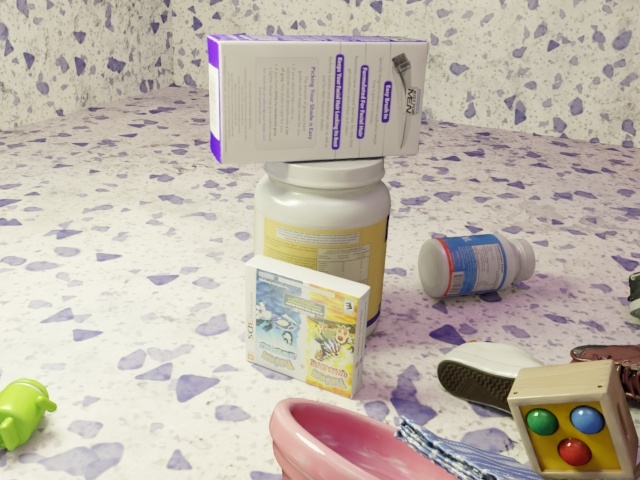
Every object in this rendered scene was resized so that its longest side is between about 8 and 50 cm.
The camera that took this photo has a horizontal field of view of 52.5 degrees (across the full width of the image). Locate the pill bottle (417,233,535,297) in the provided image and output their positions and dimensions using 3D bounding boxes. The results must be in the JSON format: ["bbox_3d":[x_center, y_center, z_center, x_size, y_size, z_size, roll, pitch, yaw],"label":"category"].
[{"bbox_3d":[0.326,0.049,1.352,0.221,0.124,0.124,-4,25,-18],"label":"pill bottle"}]

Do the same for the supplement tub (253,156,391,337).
[{"bbox_3d":[0.000,0.000,1.162,0.240,0.331,0.241,3,24,-1],"label":"supplement tub"}]

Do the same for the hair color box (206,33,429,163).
[{"bbox_3d":[-0.005,-0.231,1.042,0.338,0.185,0.110,-4,23,-17],"label":"hair color box"}]

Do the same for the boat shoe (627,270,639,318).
[{"bbox_3d":[0.706,0.065,1.194,0.114,0.091,0.302,24,-31,-32],"label":"boat shoe"}]

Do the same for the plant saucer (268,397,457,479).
[{"bbox_3d":[0.089,0.277,0.705,0.332,0.084,0.332,23,-4,2],"label":"plant saucer"}]

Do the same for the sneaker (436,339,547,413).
[{"bbox_3d":[0.333,0.215,0.994,0.290,0.106,0.123,19,31,35],"label":"sneaker"}]

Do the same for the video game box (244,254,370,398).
[{"bbox_3d":[-0.027,0.136,1.033,0.205,0.187,0.048,14,30,25],"label":"video game box"}]

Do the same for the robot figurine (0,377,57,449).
[{"bbox_3d":[-0.420,0.237,0.897,0.101,0.067,0.115,-8,23,6],"label":"robot figurine"}]

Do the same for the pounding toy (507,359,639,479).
[{"bbox_3d":[0.376,0.258,0.842,0.206,0.181,0.094,-14,13,34],"label":"pounding toy"}]

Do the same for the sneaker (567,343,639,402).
[{"bbox_3d":[0.465,0.223,0.994,0.162,0.107,0.281,0,3,12],"label":"sneaker"}]

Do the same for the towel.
[{"bbox_3d":[0.263,0.284,0.697,0.243,0.040,0.336,27,-5,-32],"label":"towel"}]
